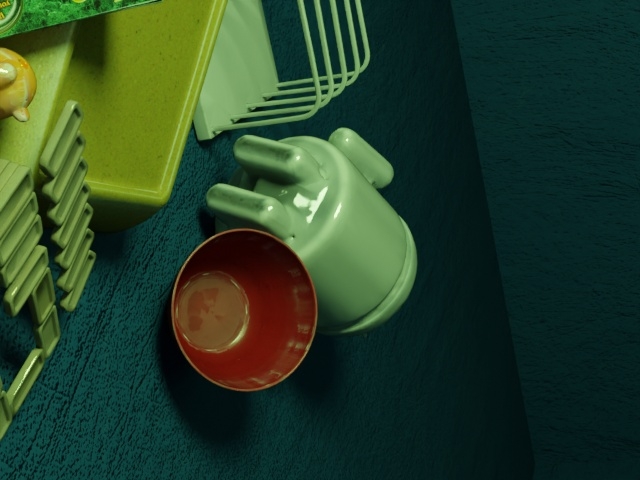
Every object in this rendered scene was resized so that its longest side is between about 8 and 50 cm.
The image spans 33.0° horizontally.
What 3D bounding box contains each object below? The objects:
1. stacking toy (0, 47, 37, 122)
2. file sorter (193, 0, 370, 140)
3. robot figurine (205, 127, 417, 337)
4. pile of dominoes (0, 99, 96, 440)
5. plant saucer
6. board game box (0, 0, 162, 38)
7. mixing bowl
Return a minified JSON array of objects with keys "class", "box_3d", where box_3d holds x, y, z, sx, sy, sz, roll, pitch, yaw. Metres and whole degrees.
[{"class":"stacking toy","box_3d":[-0.279,-0.076,0.681,0.175,0.165,0.302,50,28,-3]},{"class":"file sorter","box_3d":[-0.055,-0.268,1.418,0.278,0.173,0.193,-51,133,-64]},{"class":"robot figurine","box_3d":[0.000,0.000,1.412,0.300,0.199,0.353,-59,140,-12]},{"class":"pile of dominoes","box_3d":[-0.244,0.025,0.862,0.251,0.040,0.196,102,10,-55]},{"class":"plant saucer","box_3d":[-0.190,-0.160,0.965,0.333,0.080,0.333,5,102,-70]},{"class":"board game box","box_3d":[-0.254,-0.211,0.786,0.030,0.259,0.136,21,-54,65]},{"class":"mixing bowl","box_3d":[-0.104,0.080,1.239,0.181,0.098,0.182,3,85,-30]}]
